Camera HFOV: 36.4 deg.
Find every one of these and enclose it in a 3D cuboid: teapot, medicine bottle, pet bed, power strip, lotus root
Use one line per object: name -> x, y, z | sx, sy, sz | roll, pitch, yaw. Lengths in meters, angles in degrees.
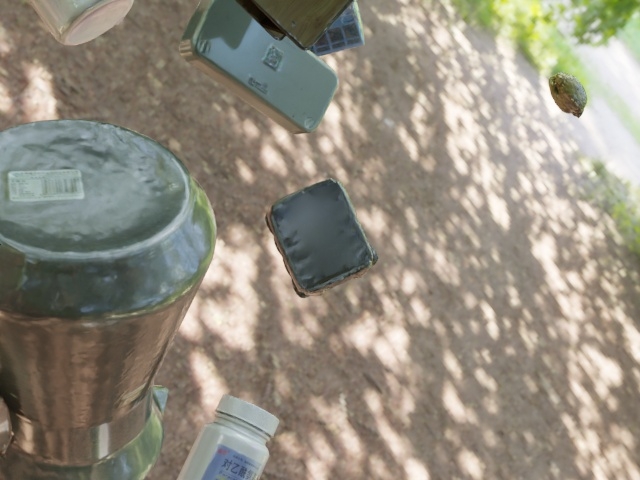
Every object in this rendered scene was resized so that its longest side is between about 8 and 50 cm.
teapot -> -0.256, 0.087, 0.934 | 0.300, 0.344, 0.253 | -20, 47, -34
medicine bottle -> -0.134, 0.313, 1.331 | 0.103, 0.103, 0.186 | 36, 70, -28
pet bed -> 0.000, 0.000, 1.958 | 0.159, 0.183, 0.211 | 60, 5, -84
power strip -> -0.079, -0.309, 1.551 | 0.265, 0.193, 0.059 | 33, -13, -31
lotus root -> 0.418, -0.245, 1.636 | 0.099, 0.054, 0.049 | 45, 60, -38
medicine bottle -> -0.482, -0.513, 1.762 | 0.293, 0.170, 0.170 | 54, 24, 1

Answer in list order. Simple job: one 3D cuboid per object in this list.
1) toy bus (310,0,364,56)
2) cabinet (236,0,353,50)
toy bus -> -0.040, -0.407, 1.843 | 0.116, 0.234, 0.133 | -91, 165, -53
cabinet -> -0.072, -0.386, 1.333 | 0.215, 0.148, 0.175 | 42, 2, -22
